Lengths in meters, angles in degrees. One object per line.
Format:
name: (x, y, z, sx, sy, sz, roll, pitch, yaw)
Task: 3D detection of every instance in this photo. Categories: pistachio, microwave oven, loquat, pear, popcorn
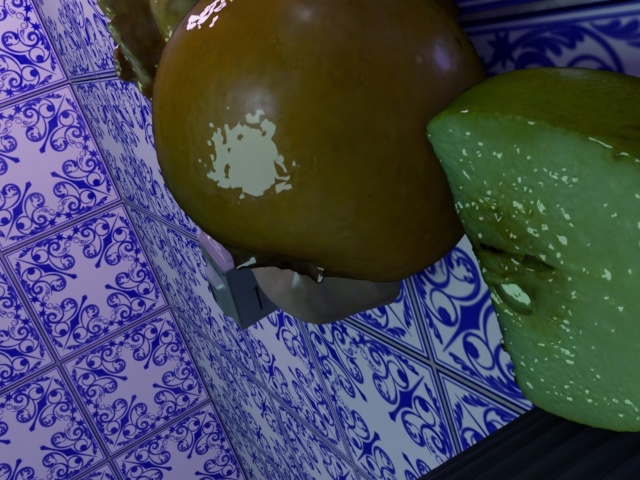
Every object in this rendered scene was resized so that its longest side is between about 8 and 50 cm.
pistachio: (0.000, 0.000, 0.945, 0.226, 0.207, 0.332, 31, -178, -22)
microwave oven: (-0.147, 0.055, 1.361, 0.122, 0.162, 0.208, 48, 158, 33)
loquat: (0.012, -0.130, 0.639, 0.328, 0.329, 0.359, 19, 89, 60)
pear: (0.232, -0.005, 0.468, 0.292, 0.159, 0.292, 46, 155, 29)
popcorn: (-0.189, -0.298, 0.953, 0.190, 0.253, 0.191, 0, 132, 24)

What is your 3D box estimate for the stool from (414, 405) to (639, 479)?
stool: (0.225, 0.284, 0.579, 0.297, 0.330, 0.297, 47, 152, 34)
